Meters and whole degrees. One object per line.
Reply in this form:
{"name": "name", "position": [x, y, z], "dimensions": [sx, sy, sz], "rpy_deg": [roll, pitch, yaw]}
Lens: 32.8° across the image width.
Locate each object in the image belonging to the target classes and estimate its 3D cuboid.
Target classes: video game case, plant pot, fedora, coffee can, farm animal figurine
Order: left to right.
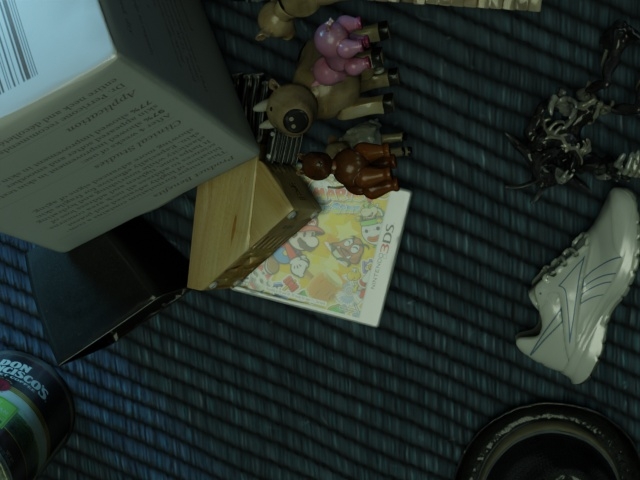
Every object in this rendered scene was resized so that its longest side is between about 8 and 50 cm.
{"name": "coffee can", "position": [-0.503, 0.305, 1.610], "dimensions": [0.202, 0.275, 0.201], "rpy_deg": [1, 105, 5]}
{"name": "plant pot", "position": [-0.313, 0.050, 1.581], "dimensions": [0.187, 0.188, 0.167], "rpy_deg": [-34, 86, 13]}
{"name": "farm animal figurine", "position": [-0.001, -0.216, 1.400], "dimensions": [0.172, 0.327, 0.330], "rpy_deg": [-8, 102, 13]}
{"name": "video game case", "position": [0.000, 0.000, 1.577], "dimensions": [0.227, 0.026, 0.206], "rpy_deg": [14, 97, 7]}
{"name": "fedora", "position": [0.346, 0.417, 1.618], "dimensions": [0.334, 0.152, 0.334], "rpy_deg": [1, 105, 5]}

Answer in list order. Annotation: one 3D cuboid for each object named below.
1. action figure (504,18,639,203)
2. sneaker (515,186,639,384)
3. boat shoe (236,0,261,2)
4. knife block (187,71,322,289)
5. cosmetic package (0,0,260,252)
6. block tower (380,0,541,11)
{"name": "action figure", "position": [0.363, -0.156, 1.471], "dimensions": [0.164, 0.141, 0.275], "rpy_deg": [31, 105, -15]}
{"name": "sneaker", "position": [0.370, 0.060, 1.547], "dimensions": [0.129, 0.111, 0.297], "rpy_deg": [19, 105, 6]}
{"name": "boat shoe", "position": [-0.124, -0.379, 1.340], "dimensions": [0.119, 0.335, 0.121], "rpy_deg": [-14, 72, -3]}
{"name": "knife block", "position": [-0.124, -0.096, 1.539], "dimensions": [0.276, 0.088, 0.242], "rpy_deg": [-41, 72, 21]}
{"name": "cosmetic package", "position": [-0.333, -0.221, 1.339], "dimensions": [0.329, 0.394, 0.327], "rpy_deg": [-26, 72, 12]}
{"name": "block tower", "position": [0.130, -0.365, 1.462], "dimensions": [0.336, 0.097, 0.090], "rpy_deg": [6, 106, 6]}
